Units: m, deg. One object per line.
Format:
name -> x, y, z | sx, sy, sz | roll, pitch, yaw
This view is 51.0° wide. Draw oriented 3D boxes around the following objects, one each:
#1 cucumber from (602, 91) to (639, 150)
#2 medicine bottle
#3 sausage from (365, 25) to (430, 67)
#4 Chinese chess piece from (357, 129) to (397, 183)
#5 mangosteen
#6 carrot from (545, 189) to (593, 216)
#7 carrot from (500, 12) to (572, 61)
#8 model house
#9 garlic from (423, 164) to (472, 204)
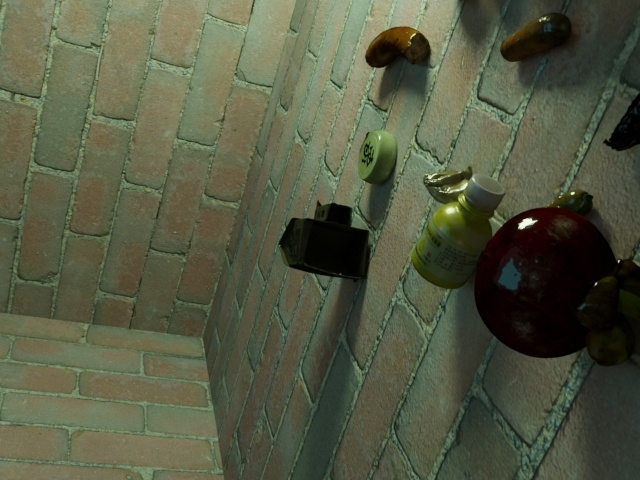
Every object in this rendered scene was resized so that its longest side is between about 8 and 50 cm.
cucumber -> 0.460, -0.196, 0.928 | 0.053, 0.053, 0.182 | -100, 26, -44
medicine bottle -> 0.266, -0.021, 1.261 | 0.122, 0.121, 0.213 | -104, 31, -49
sausage -> 0.198, -0.509, 1.763 | 0.302, 0.076, 0.103 | -145, 67, -68
Chinese chess piece -> 0.148, -0.222, 1.781 | 0.144, 0.058, 0.144 | -169, 90, -71
mangosteen -> 0.342, 0.073, 0.929 | 0.257, 0.215, 0.215 | 29, 111, 33
carrot -> 0.364, -0.020, 1.120 | 0.254, 0.049, 0.049 | 129, 147, -61
carrot -> 0.383, -0.365, 1.212 | 0.186, 0.060, 0.060 | -170, 91, -74
model house -> 0.000, 0.000, 1.854 | 0.243, 0.211, 0.205 | 168, 113, -69
garlic -> 0.263, -0.110, 1.381 | 0.113, 0.094, 0.074 | -141, 31, -68
